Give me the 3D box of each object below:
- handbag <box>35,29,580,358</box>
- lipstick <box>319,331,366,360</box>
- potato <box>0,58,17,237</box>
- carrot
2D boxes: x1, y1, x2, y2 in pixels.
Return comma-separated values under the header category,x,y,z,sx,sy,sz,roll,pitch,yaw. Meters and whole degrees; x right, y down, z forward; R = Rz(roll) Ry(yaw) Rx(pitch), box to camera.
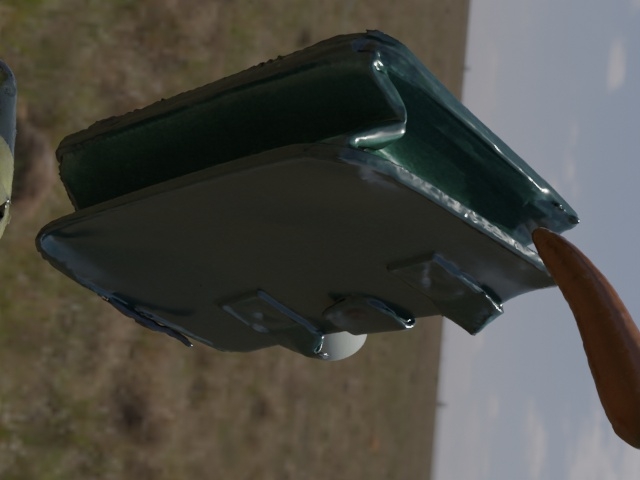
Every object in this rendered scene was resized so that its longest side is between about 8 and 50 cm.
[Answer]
category,x,y,z,sx,sy,sz,roll,pitch,yaw
handbag,-0.019,-0.009,1.099,0.238,0.326,0.089,35,55,-35
lipstick,0.000,0.000,1.439,0.254,0.070,0.070,83,11,-46
potato,-0.290,-0.064,1.328,0.105,0.085,0.188,154,-54,-63
carrot,0.140,0.047,0.797,0.035,0.035,0.142,89,-19,-59
